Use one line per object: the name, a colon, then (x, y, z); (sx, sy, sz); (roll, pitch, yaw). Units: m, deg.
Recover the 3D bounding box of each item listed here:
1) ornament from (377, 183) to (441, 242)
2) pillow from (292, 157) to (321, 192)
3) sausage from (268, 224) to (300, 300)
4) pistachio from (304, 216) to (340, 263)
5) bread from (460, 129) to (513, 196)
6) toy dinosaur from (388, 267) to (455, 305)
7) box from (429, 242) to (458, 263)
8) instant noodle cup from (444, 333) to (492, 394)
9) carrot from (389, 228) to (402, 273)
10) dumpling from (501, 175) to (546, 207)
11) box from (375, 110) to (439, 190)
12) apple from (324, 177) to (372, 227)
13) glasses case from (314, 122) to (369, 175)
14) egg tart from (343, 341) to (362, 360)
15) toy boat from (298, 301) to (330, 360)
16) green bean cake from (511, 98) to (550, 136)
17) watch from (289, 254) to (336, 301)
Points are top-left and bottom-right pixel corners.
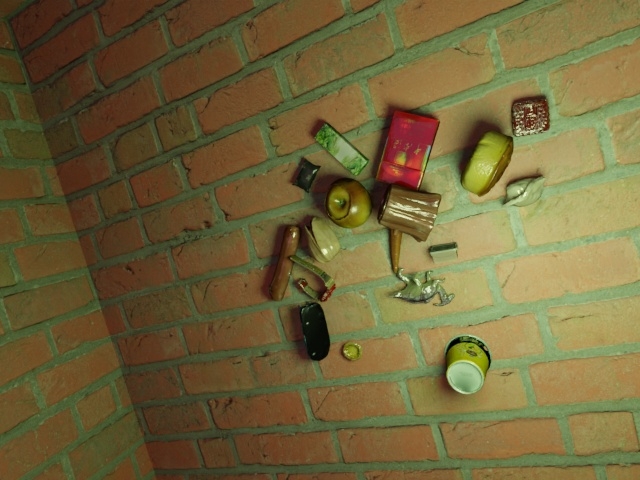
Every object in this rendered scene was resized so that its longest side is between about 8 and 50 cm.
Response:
ornament: (0.371, -0.133, 1.752); (0.217, 0.221, 0.236); (17, 126, 0)
pillow: (-0.067, -0.316, 2.007); (0.090, 0.048, 0.150); (33, 107, 15)
sausage: (-0.185, 0.122, 2.106); (0.093, 0.094, 0.420); (9, 107, -25)
pistachio: (0.000, 0.000, 1.983); (0.157, 0.157, 0.230); (-35, 74, 22)
bread: (0.660, -0.300, 1.623); (0.147, 0.269, 0.270); (27, 108, 15)
toy dinosaur: (0.466, 0.219, 1.881); (0.293, 0.077, 0.162); (5, 101, 19)
box: (0.551, 0.057, 1.818); (0.121, 0.089, 0.062); (-11, 106, 23)
instant noodle cup: (0.635, 0.548, 1.790); (0.215, 0.236, 0.216); (4, 100, 23)
carrot: (0.352, -0.008, 1.898); (0.068, 0.069, 0.337); (3, 105, 20)
dumpling: (0.818, -0.195, 1.648); (0.199, 0.136, 0.118); (-42, 76, 11)
box: (0.381, -0.390, 1.803); (0.197, 0.089, 0.314); (18, 106, 16)
apple: (0.125, -0.169, 1.873); (0.236, 0.207, 0.237); (3, 98, 21)
glasses case: (0.101, -0.427, 1.918); (0.272, 0.062, 0.095); (45, 117, 9)
egg tart: (0.165, 0.556, 2.073); (0.104, 0.039, 0.105); (4, 101, 20)
toy boat: (-0.041, 0.467, 2.113); (0.092, 0.134, 0.300); (3, 105, 58)
green bean cake: (0.834, -0.487, 1.630); (0.135, 0.056, 0.135); (-5, 99, 21)
watch: (-0.049, 0.195, 2.053); (0.268, 0.102, 0.165); (31, 130, 13)
